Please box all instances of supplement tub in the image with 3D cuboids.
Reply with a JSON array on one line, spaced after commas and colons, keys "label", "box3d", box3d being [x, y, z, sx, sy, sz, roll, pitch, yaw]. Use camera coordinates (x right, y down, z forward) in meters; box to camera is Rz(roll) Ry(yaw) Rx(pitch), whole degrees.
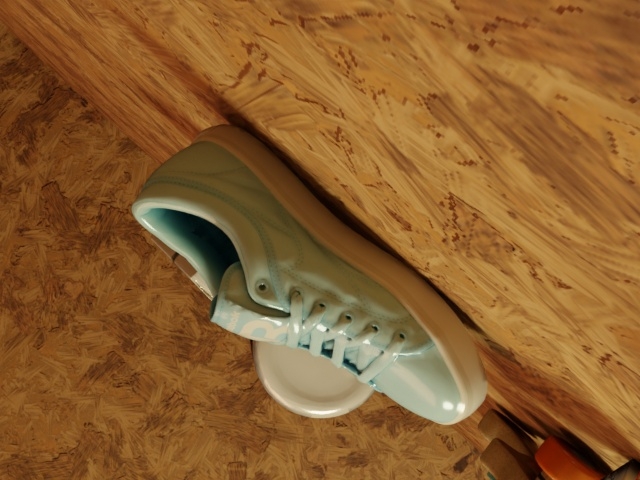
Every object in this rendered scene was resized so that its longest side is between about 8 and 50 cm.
[{"label": "supplement tub", "box3d": [-0.012, 0.167, 1.373, 0.207, 0.207, 0.338, 42, 174, -2]}]

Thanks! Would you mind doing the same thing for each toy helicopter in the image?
[{"label": "toy helicopter", "box3d": [0.283, 0.301, 1.002, 0.235, 0.140, 0.355, 34, -174, -11]}]

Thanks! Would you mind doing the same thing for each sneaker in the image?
[{"label": "sneaker", "box3d": [-0.023, 0.059, 0.757, 0.366, 0.150, 0.135, 40, 144, 12]}]

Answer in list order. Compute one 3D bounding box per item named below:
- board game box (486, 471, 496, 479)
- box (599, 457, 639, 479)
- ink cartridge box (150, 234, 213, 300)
[{"label": "board game box", "box3d": [0.446, 0.485, 1.317, 0.254, 0.079, 0.336, 45, 173, -23]}, {"label": "box", "box3d": [0.205, 0.280, 0.725, 0.036, 0.114, 0.207, 41, 135, 9]}, {"label": "ink cartridge box", "box3d": [-0.120, -0.007, 1.088, 0.087, 0.153, 0.208, 46, 172, -28]}]
